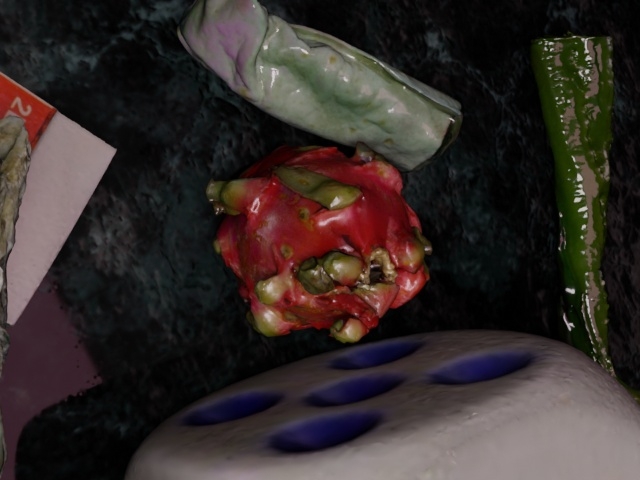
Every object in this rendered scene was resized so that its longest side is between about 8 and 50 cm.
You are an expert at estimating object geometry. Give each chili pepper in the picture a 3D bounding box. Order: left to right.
[{"bbox_3d":[0.257,-0.021,1.062,0.085,0.076,0.359,-5,85,-11],"label":"chili pepper"}]

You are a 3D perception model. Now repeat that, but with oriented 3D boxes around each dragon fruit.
[{"bbox_3d":[0.000,0.000,0.851,0.166,0.172,0.160,15,87,-32],"label":"dragon fruit"}]

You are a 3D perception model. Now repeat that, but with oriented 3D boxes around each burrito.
[{"bbox_3d":[-0.005,-0.128,0.891,0.229,0.144,0.089,25,84,-21],"label":"burrito"}]

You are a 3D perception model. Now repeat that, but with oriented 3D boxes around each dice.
[{"bbox_3d":[0.056,0.228,0.794,0.304,0.304,0.277,-18,95,-30],"label":"dice"}]

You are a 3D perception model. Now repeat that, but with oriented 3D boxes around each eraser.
[{"bbox_3d":[-0.276,-0.059,0.779,0.230,0.038,0.157,34,70,-22],"label":"eraser"}]

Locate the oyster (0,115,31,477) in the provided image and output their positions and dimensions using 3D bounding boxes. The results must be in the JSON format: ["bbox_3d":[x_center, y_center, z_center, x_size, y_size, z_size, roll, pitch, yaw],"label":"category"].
[{"bbox_3d":[-0.262,0.078,0.698,0.162,0.158,0.351,22,83,-18],"label":"oyster"}]
